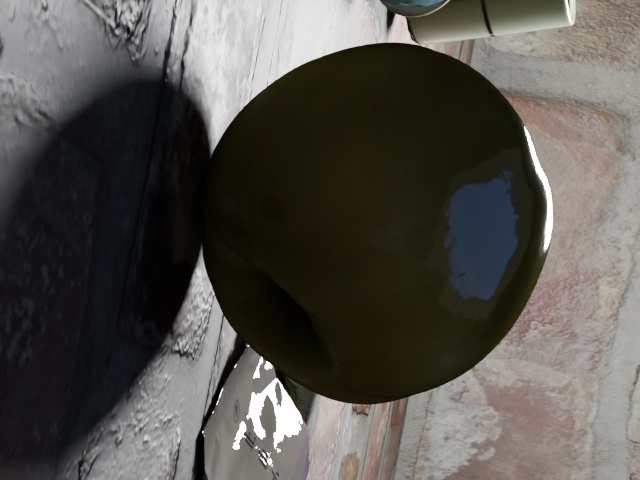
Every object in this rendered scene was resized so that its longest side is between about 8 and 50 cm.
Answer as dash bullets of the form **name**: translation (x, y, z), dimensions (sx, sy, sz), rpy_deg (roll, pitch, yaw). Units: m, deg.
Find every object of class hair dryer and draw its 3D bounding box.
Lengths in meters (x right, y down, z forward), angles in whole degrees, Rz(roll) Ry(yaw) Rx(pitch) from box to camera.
- **hair dryer**: translation (0.186, -0.424, 2.385), dimensions (0.128, 0.203, 0.362), rpy_deg (-47, 130, -71)

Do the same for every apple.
- **apple**: translation (0.042, -0.012, 1.425), dimensions (0.262, 0.262, 0.262), rpy_deg (10, 90, -83)

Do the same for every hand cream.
- **hand cream**: translation (-0.020, 0.160, 2.067), dimensions (0.194, 0.042, 0.067), rpy_deg (97, -2, -63)

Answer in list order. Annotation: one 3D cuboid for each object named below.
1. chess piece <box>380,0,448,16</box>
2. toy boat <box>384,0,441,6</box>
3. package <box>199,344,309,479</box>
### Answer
- **chess piece**: translation (0.114, -0.311, 2.202), dimensions (0.307, 0.124, 0.138), rpy_deg (-26, 95, -85)
- **toy boat**: translation (0.056, -0.327, 1.806), dimensions (0.330, 0.123, 0.215), rpy_deg (23, 69, -71)
- **package**: translation (-0.064, 0.208, 1.740), dimensions (0.204, 0.062, 0.250), rpy_deg (-69, 154, -54)
